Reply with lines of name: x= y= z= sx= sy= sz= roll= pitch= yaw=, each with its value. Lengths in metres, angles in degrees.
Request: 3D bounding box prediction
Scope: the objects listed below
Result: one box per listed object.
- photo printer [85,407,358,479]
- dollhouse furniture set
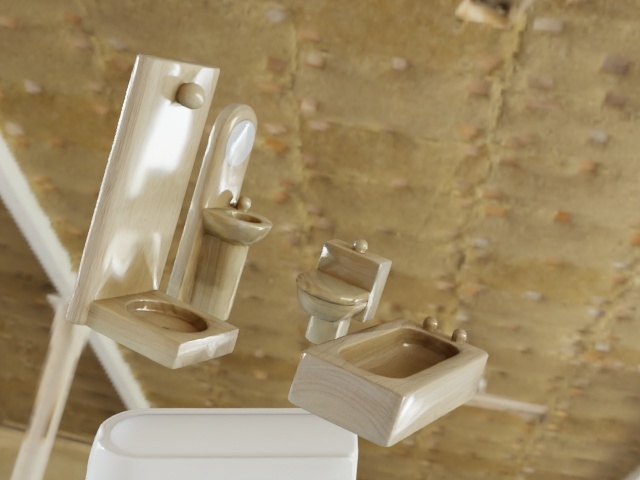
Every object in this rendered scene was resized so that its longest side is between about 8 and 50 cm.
photo printer: x=-0.116 y=0.310 z=1.275 sx=0.308 sy=0.107 sz=0.256 roll=1 pitch=-60 yaw=-3
dollhouse furniture set: x=0.000 y=0.000 z=0.512 sx=0.151 sy=0.123 sz=0.144 roll=22 pitch=13 yaw=24
